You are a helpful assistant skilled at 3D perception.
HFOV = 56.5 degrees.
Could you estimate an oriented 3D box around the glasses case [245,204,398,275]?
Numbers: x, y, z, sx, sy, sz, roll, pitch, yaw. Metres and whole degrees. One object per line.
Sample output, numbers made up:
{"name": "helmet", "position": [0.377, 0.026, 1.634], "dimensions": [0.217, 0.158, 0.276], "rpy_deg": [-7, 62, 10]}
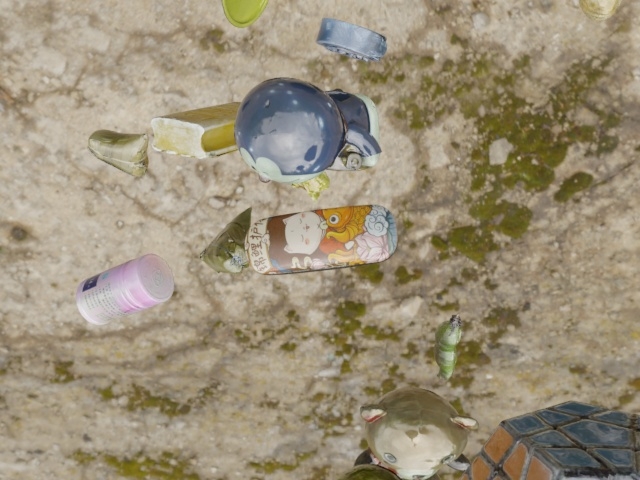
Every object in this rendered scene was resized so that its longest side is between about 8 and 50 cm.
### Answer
{"name": "glasses case", "position": [0.000, 0.000, 1.241], "dimensions": [0.321, 0.122, 0.082], "rpy_deg": [-7, 165, 9]}

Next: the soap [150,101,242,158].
{"name": "soap", "position": [-0.239, -0.264, 1.402], "dimensions": [0.174, 0.274, 0.089], "rpy_deg": [14, 115, 29]}

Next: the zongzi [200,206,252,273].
{"name": "zongzi", "position": [-0.276, -0.010, 2.073], "dimensions": [0.125, 0.274, 0.251], "rpy_deg": [44, 162, -25]}

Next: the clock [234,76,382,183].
{"name": "clock", "position": [-0.022, -0.163, 0.879], "dimensions": [0.200, 0.243, 0.146], "rpy_deg": [17, 109, 26]}

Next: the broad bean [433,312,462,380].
{"name": "broad bean", "position": [0.357, 0.300, 1.691], "dimensions": [0.061, 0.077, 0.339], "rpy_deg": [-34, 145, -20]}

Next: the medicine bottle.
{"name": "medicine bottle", "position": [-0.570, 0.144, 1.742], "dimensions": [0.254, 0.152, 0.152], "rpy_deg": [-21, 123, 24]}

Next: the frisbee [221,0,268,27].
{"name": "frisbee", "position": [-0.177, -0.643, 1.466], "dimensions": [0.017, 0.236, 0.235], "rpy_deg": [25, 130, 17]}

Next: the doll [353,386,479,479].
{"name": "doll", "position": [0.190, 0.410, 1.211], "dimensions": [0.235, 0.174, 0.329], "rpy_deg": [6, 143, 6]}

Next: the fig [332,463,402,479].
{"name": "fig", "position": [0.072, 0.458, 0.897], "dimensions": [0.152, 0.151, 0.259], "rpy_deg": [-2, 126, 7]}

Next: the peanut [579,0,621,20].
{"name": "peanut", "position": [0.508, -0.487, 1.083], "dimensions": [0.089, 0.192, 0.089], "rpy_deg": [-3, 161, -1]}

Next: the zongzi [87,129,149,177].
{"name": "zongzi", "position": [-0.599, -0.295, 1.781], "dimensions": [0.195, 0.099, 0.197], "rpy_deg": [25, 146, -6]}

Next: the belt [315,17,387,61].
{"name": "belt", "position": [0.085, -0.540, 1.618], "dimensions": [0.190, 0.141, 0.082], "rpy_deg": [16, 102, -4]}

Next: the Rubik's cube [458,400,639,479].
{"name": "Rubik's cube", "position": [0.298, 0.333, 0.644], "dimensions": [0.319, 0.319, 0.263], "rpy_deg": [-1, 96, 6]}

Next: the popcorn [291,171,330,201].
{"name": "popcorn", "position": [-0.026, -0.166, 1.622], "dimensions": [0.089, 0.097, 0.109], "rpy_deg": [-49, 132, -13]}
